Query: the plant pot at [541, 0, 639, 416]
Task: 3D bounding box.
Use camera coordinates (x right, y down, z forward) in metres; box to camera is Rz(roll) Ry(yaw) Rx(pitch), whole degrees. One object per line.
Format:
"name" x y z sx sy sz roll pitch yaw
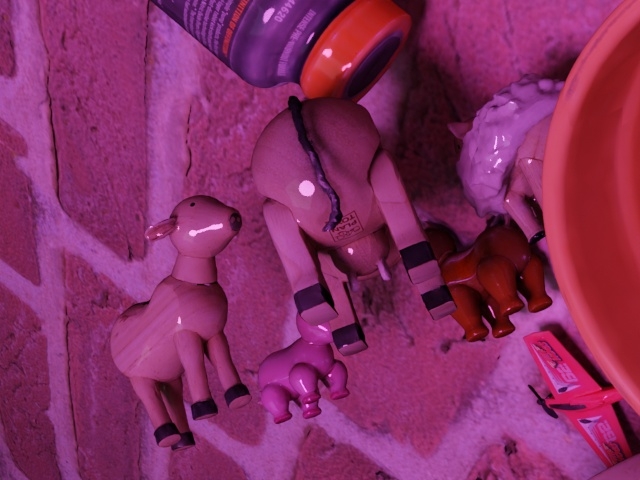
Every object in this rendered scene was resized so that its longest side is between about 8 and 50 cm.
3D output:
"plant pot" 0.275 -0.033 0.467 0.291 0.203 0.290 27 135 29

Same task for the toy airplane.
"toy airplane" 0.228 0.121 0.838 0.151 0.028 0.151 28 142 25

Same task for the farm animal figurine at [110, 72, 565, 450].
"farm animal figurine" 0.000 0.000 0.752 0.326 0.330 0.172 98 153 -66

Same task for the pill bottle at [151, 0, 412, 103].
"pill bottle" -0.053 -0.196 0.742 0.246 0.130 0.130 42 145 10

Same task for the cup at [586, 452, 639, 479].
"cup" 0.266 0.280 0.746 0.237 0.331 0.331 62 153 28
